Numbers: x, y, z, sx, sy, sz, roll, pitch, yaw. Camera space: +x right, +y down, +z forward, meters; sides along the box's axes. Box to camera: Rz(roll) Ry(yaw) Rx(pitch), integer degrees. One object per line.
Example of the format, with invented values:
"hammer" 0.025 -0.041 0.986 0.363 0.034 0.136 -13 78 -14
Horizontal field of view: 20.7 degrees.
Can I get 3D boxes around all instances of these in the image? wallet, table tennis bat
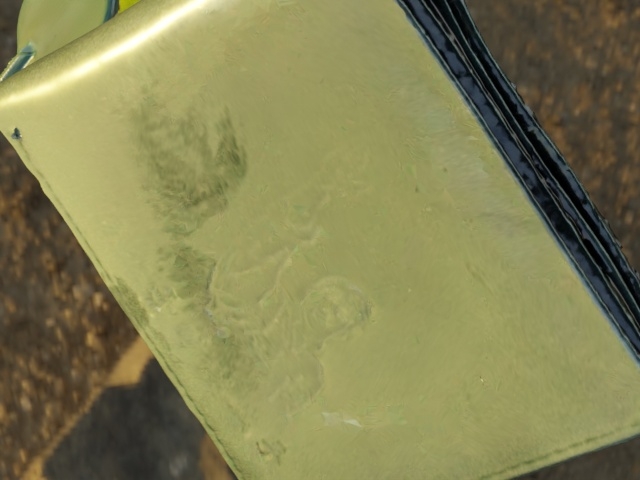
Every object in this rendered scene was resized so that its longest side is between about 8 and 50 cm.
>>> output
"wallet" 0.000 -0.001 0.824 0.290 0.251 0.054 57 38 -12
"table tennis bat" -0.253 -0.178 1.597 0.033 0.201 0.124 16 32 -47

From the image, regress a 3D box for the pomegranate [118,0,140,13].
"pomegranate" -0.096 -0.302 1.795 0.236 0.302 0.236 7 77 -31
